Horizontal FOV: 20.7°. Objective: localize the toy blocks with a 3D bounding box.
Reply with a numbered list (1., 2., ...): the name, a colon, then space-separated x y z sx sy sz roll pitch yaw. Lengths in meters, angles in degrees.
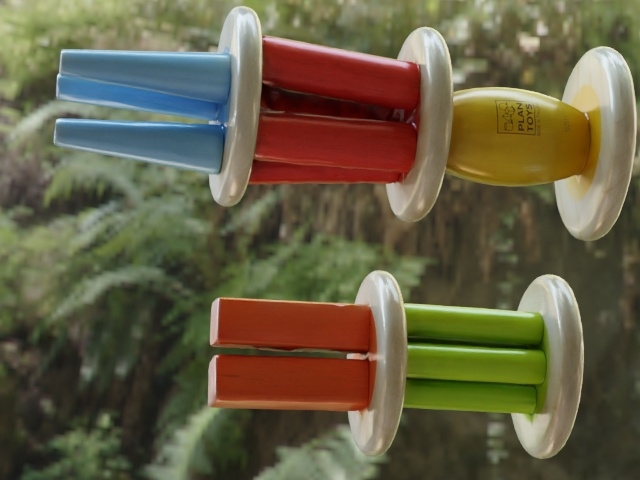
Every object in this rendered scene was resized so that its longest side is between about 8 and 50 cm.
1. toy blocks: 0.000 0.000 0.473 0.148 0.054 0.123 5 -67 -10
